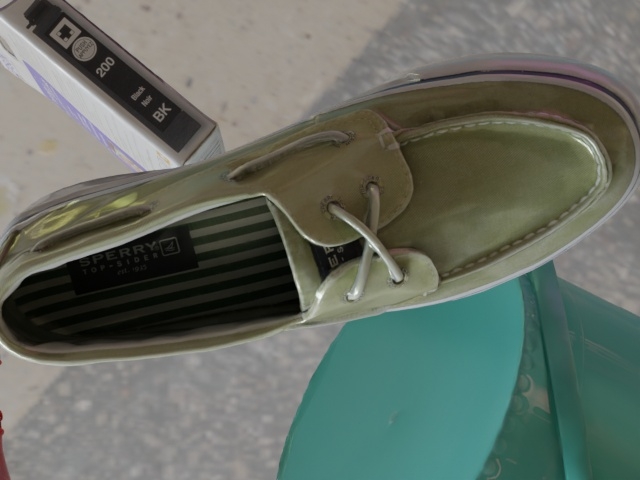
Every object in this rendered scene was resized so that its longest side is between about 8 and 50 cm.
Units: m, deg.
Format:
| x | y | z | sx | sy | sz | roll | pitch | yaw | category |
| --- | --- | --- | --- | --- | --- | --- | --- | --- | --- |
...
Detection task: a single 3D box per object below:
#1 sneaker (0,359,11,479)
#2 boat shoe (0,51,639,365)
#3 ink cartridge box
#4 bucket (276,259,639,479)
| x | y | z | sx | sy | sz | roll | pitch | yaw | category |
| --- | --- | --- | --- | --- | --- | --- | --- | --- | --- |
| -0.286 | 0.114 | 1.330 | 0.221 | 0.087 | 0.128 | 41 | 101 | 44 | sneaker |
| 0.000 | 0.000 | 0.728 | 0.302 | 0.094 | 0.109 | -16 | 109 | 5 | boat shoe |
| -0.151 | -0.102 | 1.144 | 0.208 | 0.206 | 0.045 | 38 | 82 | 7 | ink cartridge box |
| 0.113 | 0.142 | 1.010 | 0.183 | 0.281 | 0.281 | 30 | 98 | -24 | bucket |
